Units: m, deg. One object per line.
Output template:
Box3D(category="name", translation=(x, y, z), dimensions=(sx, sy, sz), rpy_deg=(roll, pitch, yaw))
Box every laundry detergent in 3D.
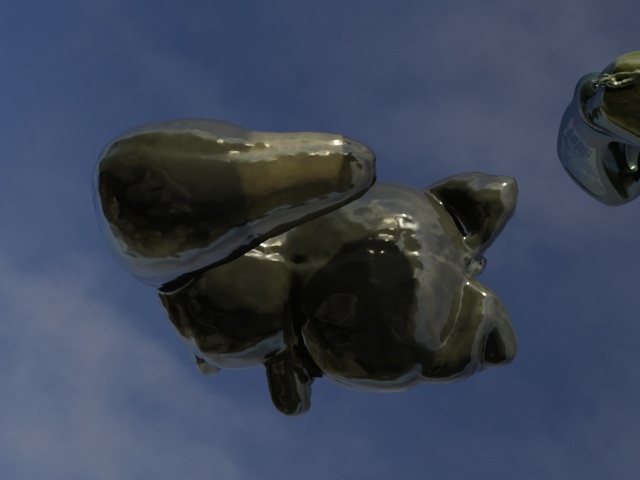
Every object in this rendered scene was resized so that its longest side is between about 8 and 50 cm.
Box3D(category="laundry detergent", translation=(0.367, -0.138, 1.154), dimensions=(0.144, 0.078, 0.221), rpy_deg=(53, -12, 22))

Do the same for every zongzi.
Box3D(category="zongzi", translation=(0.194, -0.085, 0.439), dimensions=(0.104, 0.052, 0.113), rpy_deg=(30, -99, 7))

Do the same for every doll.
Box3D(category="doll", translation=(0.002, 0.033, 0.866), dimensions=(0.383, 0.378, 0.252), rpy_deg=(-8, -102, 11))
